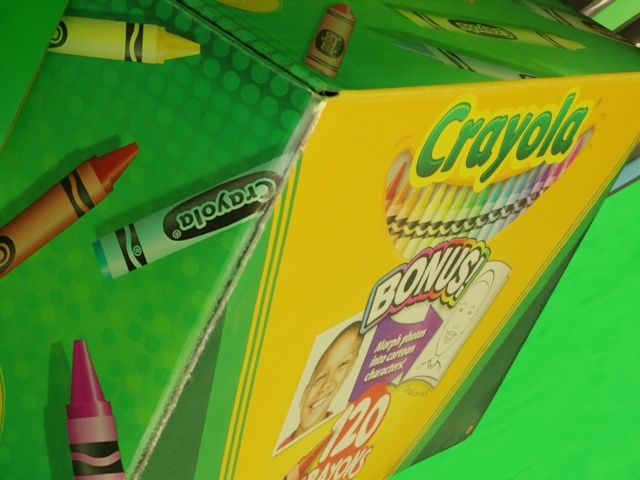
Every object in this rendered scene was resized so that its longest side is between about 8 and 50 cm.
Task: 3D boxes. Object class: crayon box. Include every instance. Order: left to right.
[{"bbox_3d":[0.000,0.000,0.628,0.278,0.081,0.165,-12,133,-62],"label":"crayon box"}]

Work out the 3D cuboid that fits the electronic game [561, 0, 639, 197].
[{"bbox_3d":[0.142,-0.075,0.900,0.229,0.048,0.229,-28,158,-12],"label":"electronic game"}]
